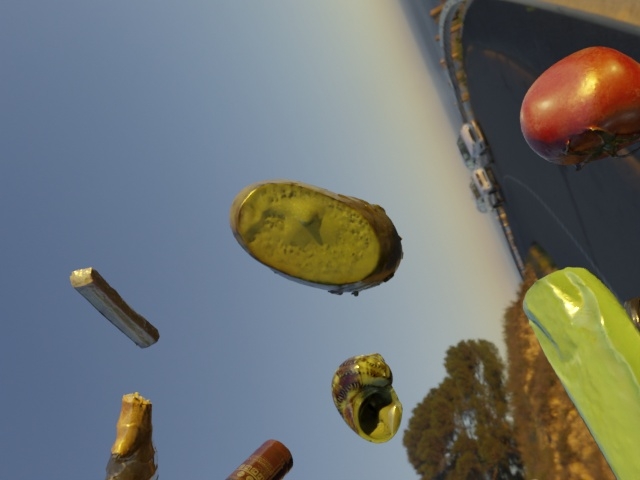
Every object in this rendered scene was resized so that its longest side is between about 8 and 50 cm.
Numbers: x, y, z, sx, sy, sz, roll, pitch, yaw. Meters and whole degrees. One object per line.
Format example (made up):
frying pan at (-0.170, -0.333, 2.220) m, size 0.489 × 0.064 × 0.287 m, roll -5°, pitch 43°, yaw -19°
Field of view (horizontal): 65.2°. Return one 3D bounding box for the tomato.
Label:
tomato at (0.360, -0.181, 0.675) m, size 0.167 × 0.167 × 0.167 m, roll 55°, pitch -159°, yaw -33°

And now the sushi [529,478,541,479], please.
sushi at (0.319, 0.527, 0.834) m, size 0.213 × 0.203 × 0.200 m, roll 63°, pitch -167°, yaw 7°

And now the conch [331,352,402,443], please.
conch at (0.114, 0.360, 1.187) m, size 0.187 × 0.182 × 0.124 m, roll 34°, pitch 172°, yaw 0°

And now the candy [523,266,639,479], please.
candy at (0.420, 0.200, 0.715) m, size 0.142 × 0.131 × 0.344 m, roll 39°, pitch -154°, yaw -49°

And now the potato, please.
potato at (0.000, 0.000, 0.679) m, size 0.298 × 0.176 × 0.141 m, roll 10°, pitch -91°, yaw -45°

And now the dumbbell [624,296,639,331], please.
dumbbell at (0.767, 0.175, 1.066) m, size 0.143 × 0.325 × 0.143 m, roll 22°, pitch -123°, yaw -38°

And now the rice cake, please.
rice cake at (-0.353, 0.120, 0.870) m, size 0.207 × 0.047 × 0.036 m, roll 60°, pitch -179°, yaw -40°

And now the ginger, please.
ginger at (-0.522, 0.585, 1.307) m, size 0.236 × 0.165 × 0.376 m, roll -40°, pitch -46°, yaw -46°

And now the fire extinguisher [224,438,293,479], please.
fire extinguisher at (-0.218, 0.675, 1.349) m, size 0.337 × 0.135 × 0.115 m, roll -26°, pitch -53°, yaw -57°
